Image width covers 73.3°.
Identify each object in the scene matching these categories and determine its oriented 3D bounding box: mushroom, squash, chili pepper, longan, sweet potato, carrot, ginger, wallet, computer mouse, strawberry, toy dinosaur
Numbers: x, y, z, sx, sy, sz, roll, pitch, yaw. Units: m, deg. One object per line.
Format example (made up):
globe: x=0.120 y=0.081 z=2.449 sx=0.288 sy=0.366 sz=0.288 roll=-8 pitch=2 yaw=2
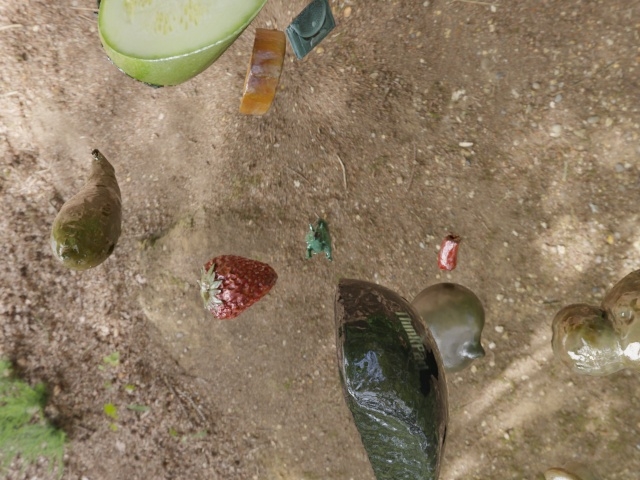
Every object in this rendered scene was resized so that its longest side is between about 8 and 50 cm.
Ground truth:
mushroom: x=0.572 y=0.540 z=0.948 sx=0.088 sy=0.097 sz=0.212 roll=-35 pitch=139 yaw=24
squash: x=-0.202 y=-0.341 z=0.603 sx=0.189 sy=0.260 sz=0.190 roll=1 pitch=88 yaw=-32
chili pepper: x=0.431 y=0.044 z=1.441 sx=0.070 sy=0.073 sz=0.124 roll=-1 pitch=117 yaw=-13
longan: x=0.408 y=0.285 z=1.401 sx=0.242 sy=0.300 sz=0.301 roll=-2 pitch=113 yaw=-27
sweet potato: x=-0.506 y=-0.070 z=0.962 sx=0.130 sy=0.423 sz=0.131 roll=-8 pitch=128 yaw=-10
carrot: x=-0.195 y=-0.523 z=1.352 sx=0.100 sy=0.307 sz=0.259 roll=12 pitch=83 yaw=-20
ginger: x=0.443 y=0.128 z=0.500 sx=0.244 sy=0.304 sz=0.156 roll=-31 pitch=114 yaw=-16
wallet: x=-0.018 y=-0.480 z=0.966 sx=0.129 sy=0.026 sz=0.088 roll=-48 pitch=145 yaw=-12
computer mouse: x=0.089 y=0.159 z=0.476 sx=0.100 sy=0.170 sz=0.270 roll=-11 pitch=123 yaw=12
strawberry: x=-0.246 y=0.138 z=1.357 sx=0.244 sy=0.205 sz=0.206 roll=-5 pitch=115 yaw=-36
toy dinosaur: x=0.000 y=0.017 z=1.291 sx=0.079 sy=0.292 sz=0.120 roll=0 pitch=71 yaw=4
